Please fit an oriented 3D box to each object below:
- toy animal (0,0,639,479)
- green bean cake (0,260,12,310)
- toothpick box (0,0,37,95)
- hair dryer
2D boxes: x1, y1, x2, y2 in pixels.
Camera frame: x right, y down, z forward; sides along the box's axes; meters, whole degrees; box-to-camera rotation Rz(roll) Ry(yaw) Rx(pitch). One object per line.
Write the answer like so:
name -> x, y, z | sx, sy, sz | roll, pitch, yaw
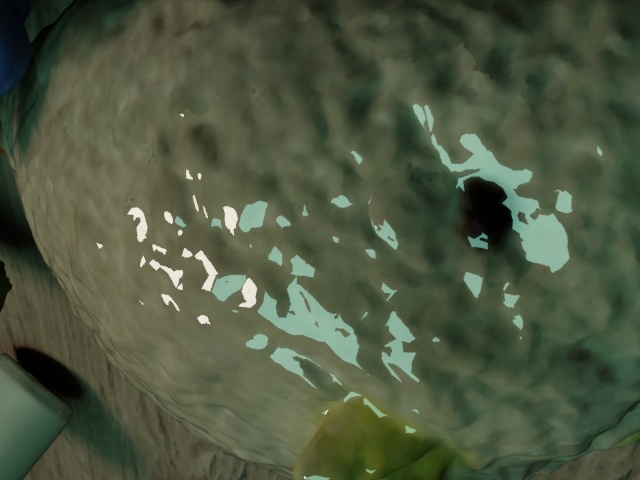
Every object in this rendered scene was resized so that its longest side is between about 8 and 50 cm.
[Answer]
toy animal -> 0.004, -0.011, 0.750 | 0.358, 0.188, 0.226 | 7, 111, 43
green bean cake -> -0.290, -0.039, 1.120 | 0.233, 0.124, 0.236 | 24, 151, 14
toothpick box -> -0.235, -0.108, 0.793 | 0.263, 0.263, 0.355 | 40, 139, -10
hair dryer -> -0.257, 0.137, 1.419 | 0.073, 0.131, 0.236 | 42, 172, -16
